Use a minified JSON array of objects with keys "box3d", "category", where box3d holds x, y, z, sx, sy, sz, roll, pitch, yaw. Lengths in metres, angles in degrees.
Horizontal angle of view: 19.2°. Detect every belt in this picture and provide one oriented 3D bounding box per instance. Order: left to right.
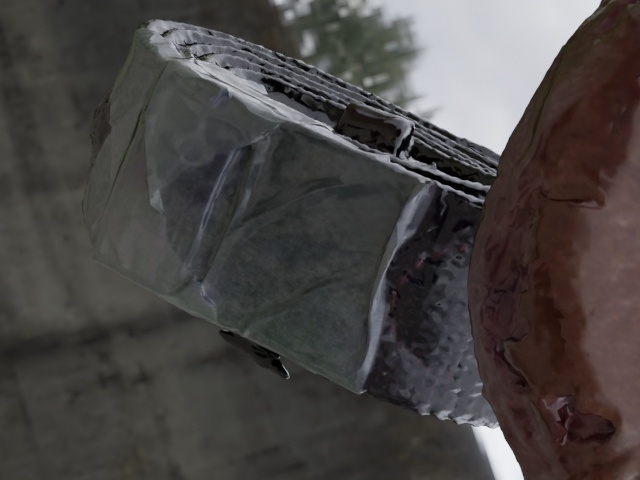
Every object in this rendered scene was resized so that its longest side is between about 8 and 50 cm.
[{"box3d":[0.000,0.000,1.017,0.184,0.289,0.164,-19,133,-67],"category":"belt"}]

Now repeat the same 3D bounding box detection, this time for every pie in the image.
[{"box3d":[0.146,0.011,0.521,0.204,0.219,0.054,41,-7,-10],"category":"pie"}]
